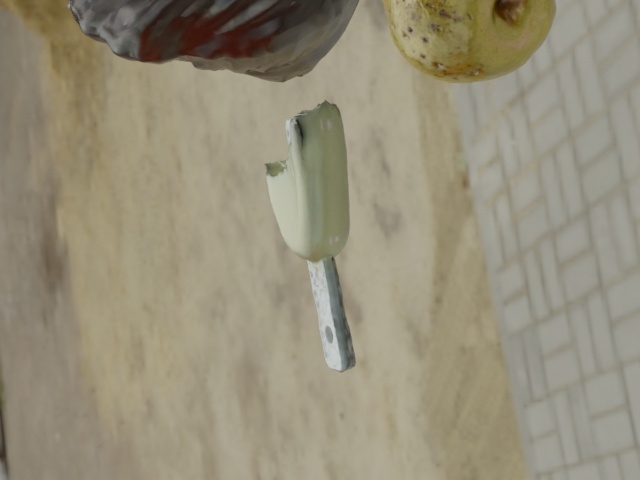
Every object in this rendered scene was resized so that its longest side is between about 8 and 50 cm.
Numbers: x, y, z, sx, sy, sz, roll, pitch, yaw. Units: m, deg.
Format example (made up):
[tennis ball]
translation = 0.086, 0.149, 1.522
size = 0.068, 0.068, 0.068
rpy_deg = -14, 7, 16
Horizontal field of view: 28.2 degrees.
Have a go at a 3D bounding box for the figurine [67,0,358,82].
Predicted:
[figurine]
translation = -0.124, -0.150, 0.382
size = 0.168, 0.315, 0.187
rpy_deg = 112, -176, -54

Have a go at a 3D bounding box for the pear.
[pear]
translation = 0.140, -0.238, 1.256
size = 0.178, 0.178, 0.178
rpy_deg = 174, 90, -72

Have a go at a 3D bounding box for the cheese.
[cheese]
translation = -0.001, 0.000, 1.116
size = 0.127, 0.050, 0.235
rpy_deg = 177, 80, -68
